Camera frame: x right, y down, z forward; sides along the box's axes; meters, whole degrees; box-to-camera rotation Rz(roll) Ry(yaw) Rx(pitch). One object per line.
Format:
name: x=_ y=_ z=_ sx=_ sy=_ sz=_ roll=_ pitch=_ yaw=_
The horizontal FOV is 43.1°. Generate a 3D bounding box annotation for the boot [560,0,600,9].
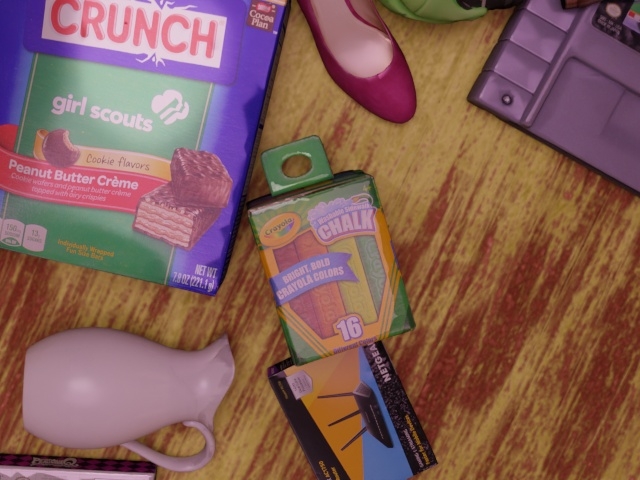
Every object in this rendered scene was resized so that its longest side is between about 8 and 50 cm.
boot: x=0.300 y=-0.296 z=0.830 sx=0.114 sy=0.037 sz=0.106 roll=-10 pitch=106 yaw=6

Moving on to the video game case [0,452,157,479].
video game case: x=-0.306 y=0.347 z=0.911 sx=0.232 sy=0.042 sz=0.210 roll=4 pitch=97 yaw=-5

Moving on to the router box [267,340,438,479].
router box: x=0.036 y=0.199 z=0.919 sx=0.133 sy=0.046 sz=0.179 roll=-26 pitch=99 yaw=-1

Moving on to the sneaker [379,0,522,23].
sneaker: x=0.160 y=-0.457 z=0.805 sx=0.202 sy=0.185 sz=0.482 roll=3 pitch=101 yaw=-23

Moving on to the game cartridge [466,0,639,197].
game cartridge: x=0.369 y=-0.173 z=0.897 sx=0.355 sy=0.068 sz=0.230 roll=27 pitch=98 yaw=-8

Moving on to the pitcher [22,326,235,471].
pitcher: x=-0.207 y=0.179 z=0.868 sx=0.207 sy=0.125 sz=0.177 roll=2 pitch=113 yaw=-16

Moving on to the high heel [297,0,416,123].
high heel: x=0.032 y=-0.226 z=0.829 sx=0.082 sy=0.117 sz=0.244 roll=-29 pitch=99 yaw=-1

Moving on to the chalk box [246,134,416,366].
chalk box: x=0.000 y=0.000 z=0.848 sx=0.132 sy=0.132 sz=0.213 roll=-18 pitch=99 yaw=-3

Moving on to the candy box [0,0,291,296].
candy box: x=-0.192 y=-0.130 z=0.820 sx=0.268 sy=0.122 sz=0.317 roll=13 pitch=95 yaw=-6
